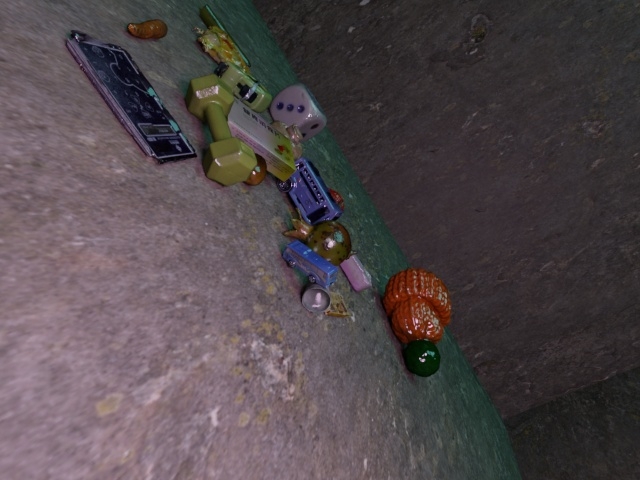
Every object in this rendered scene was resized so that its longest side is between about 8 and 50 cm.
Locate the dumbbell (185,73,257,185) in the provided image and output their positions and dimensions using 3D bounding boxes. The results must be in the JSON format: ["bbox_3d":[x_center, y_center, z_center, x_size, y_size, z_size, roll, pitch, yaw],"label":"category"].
[{"bbox_3d":[-0.246,-0.272,0.975,0.121,0.108,0.301,30,32,-55],"label":"dumbbell"}]

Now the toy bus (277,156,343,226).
[{"bbox_3d":[-0.019,-0.125,1.334,0.292,0.133,0.125,60,16,4],"label":"toy bus"}]

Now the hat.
[{"bbox_3d":[0.360,0.327,1.591,0.285,0.285,0.400,50,45,-28],"label":"hat"}]

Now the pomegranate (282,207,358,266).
[{"bbox_3d":[-0.001,-0.013,1.171,0.220,0.156,0.156,51,18,-16],"label":"pomegranate"}]

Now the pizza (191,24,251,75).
[{"bbox_3d":[-0.358,-0.697,1.474,0.279,0.075,0.287,55,16,-8],"label":"pizza"}]

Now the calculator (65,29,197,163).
[{"bbox_3d":[-0.359,-0.271,0.788,0.274,0.028,0.165,56,16,-8],"label":"calculator"}]

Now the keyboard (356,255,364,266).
[{"bbox_3d":[0.143,0.067,1.678,0.129,0.015,0.049,49,19,-30],"label":"keyboard"}]

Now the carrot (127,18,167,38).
[{"bbox_3d":[-0.436,-0.529,1.007,0.047,0.047,0.191,52,21,-22],"label":"carrot"}]

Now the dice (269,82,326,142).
[{"bbox_3d":[-0.097,-0.562,1.788,0.193,0.192,0.194,63,15,11],"label":"dice"}]

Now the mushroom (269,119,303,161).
[{"bbox_3d":[-0.127,-0.356,1.449,0.166,0.127,0.166,44,27,-30],"label":"mushroom"}]

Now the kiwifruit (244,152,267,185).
[{"bbox_3d":[-0.183,-0.195,1.096,0.075,0.075,0.124,51,22,-26],"label":"kiwifruit"}]

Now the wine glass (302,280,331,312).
[{"bbox_3d":[-0.005,0.117,1.052,0.073,0.073,0.155,53,18,-18],"label":"wine glass"}]

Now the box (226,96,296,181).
[{"bbox_3d":[-0.193,-0.310,1.208,0.261,0.062,0.175,30,33,-38],"label":"box"}]

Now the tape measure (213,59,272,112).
[{"bbox_3d":[-0.258,-0.527,1.413,0.175,0.106,0.200,46,14,5],"label":"tape measure"}]

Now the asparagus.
[{"bbox_3d":[-0.388,-0.819,1.638,0.277,0.060,0.067,53,36,-18],"label":"asparagus"}]

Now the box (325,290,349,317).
[{"bbox_3d":[0.039,0.183,1.157,0.149,0.020,0.073,27,34,-61],"label":"box"}]

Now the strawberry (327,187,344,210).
[{"bbox_3d":[0.031,-0.147,1.549,0.131,0.131,0.148,48,27,-33],"label":"strawberry"}]

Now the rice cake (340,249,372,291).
[{"bbox_3d":[0.070,0.026,1.437,0.364,0.073,0.056,58,18,-4],"label":"rice cake"}]

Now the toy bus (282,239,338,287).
[{"bbox_3d":[-0.027,0.057,1.007,0.153,0.061,0.051,35,38,25],"label":"toy bus"}]
